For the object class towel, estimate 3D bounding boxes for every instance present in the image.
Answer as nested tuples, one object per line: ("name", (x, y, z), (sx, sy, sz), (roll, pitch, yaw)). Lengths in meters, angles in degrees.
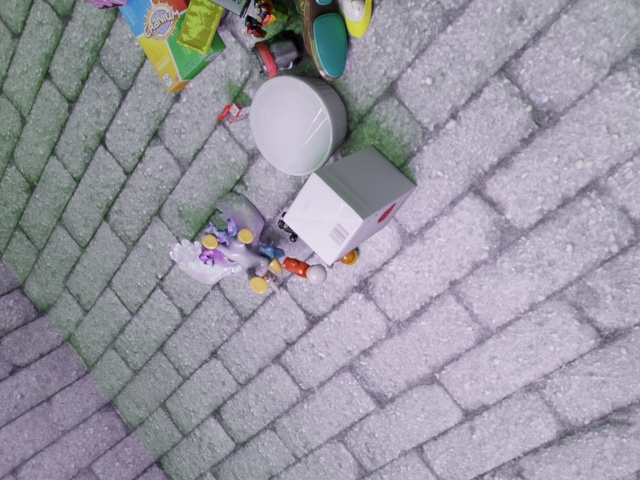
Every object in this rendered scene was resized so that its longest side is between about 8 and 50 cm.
("towel", (-0.323, -0.649, 1.923), (0.102, 0.021, 0.237), (26, 105, 8))

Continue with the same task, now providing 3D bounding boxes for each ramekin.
("ramekin", (-0.050, -0.321, 1.871), (0.272, 0.127, 0.273), (14, 118, 30))

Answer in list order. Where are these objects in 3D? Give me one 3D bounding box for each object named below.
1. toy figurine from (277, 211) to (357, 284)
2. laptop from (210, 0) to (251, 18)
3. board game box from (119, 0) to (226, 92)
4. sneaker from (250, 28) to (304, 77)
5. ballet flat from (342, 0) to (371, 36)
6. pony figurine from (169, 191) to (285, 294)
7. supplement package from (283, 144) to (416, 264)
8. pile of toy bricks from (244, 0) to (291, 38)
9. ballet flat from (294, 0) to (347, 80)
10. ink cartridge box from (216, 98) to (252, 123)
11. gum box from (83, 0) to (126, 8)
("toy figurine", (0.000, 0.000, 1.927), (0.148, 0.209, 0.213), (17, 120, 41))
("laptop", (-0.207, -0.760, 1.642), (0.407, 0.236, 0.382), (32, 105, 20))
("board game box", (-0.448, -0.640, 2.045), (0.242, 0.064, 0.317), (-29, 93, 40))
("sneaker", (-0.109, -0.489, 1.794), (0.135, 0.276, 0.098), (-24, 107, 1))
("ballet flat", (0.089, -0.610, 1.674), (0.077, 0.077, 0.231), (25, 123, 23))
("pony figurine", (-0.251, 0.036, 2.051), (0.351, 0.303, 0.363), (41, 173, 4))
("supplement package", (0.080, -0.098, 1.772), (0.175, 0.293, 0.178), (44, 129, 11))
("pile of toy bricks", (-0.123, -0.603, 1.776), (0.105, 0.212, 0.118), (18, 140, -26))
("ballet flat", (-0.016, -0.579, 1.754), (0.124, 0.116, 0.343), (10, 117, 54))
("ink cartridge box", (-0.245, -0.371, 1.992), (0.029, 0.115, 0.063), (49, 129, 7))
("gum box", (-0.644, -0.766, 2.074), (0.188, 0.062, 0.107), (16, 92, 47))
